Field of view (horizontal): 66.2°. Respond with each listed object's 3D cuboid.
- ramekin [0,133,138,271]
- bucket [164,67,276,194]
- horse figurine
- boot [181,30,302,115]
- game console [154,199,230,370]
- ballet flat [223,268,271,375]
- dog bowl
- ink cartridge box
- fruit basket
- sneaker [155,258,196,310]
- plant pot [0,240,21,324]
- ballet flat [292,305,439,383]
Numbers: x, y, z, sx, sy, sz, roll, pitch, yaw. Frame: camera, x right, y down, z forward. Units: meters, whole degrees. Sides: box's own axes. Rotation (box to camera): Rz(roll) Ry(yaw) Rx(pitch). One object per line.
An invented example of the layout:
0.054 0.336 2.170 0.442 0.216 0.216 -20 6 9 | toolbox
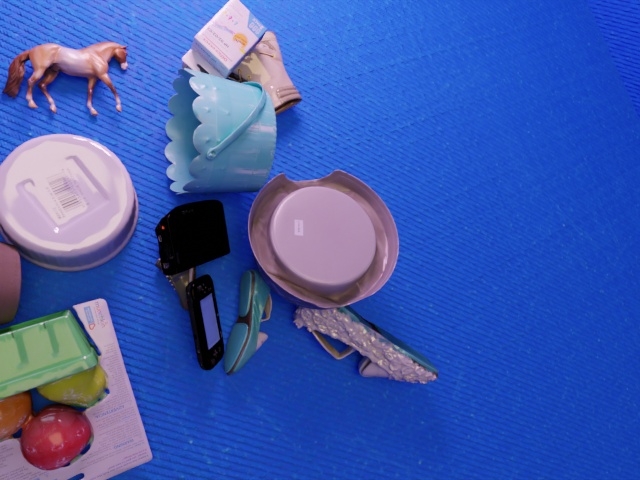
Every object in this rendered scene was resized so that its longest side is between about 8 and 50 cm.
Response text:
-0.514 -0.080 1.002 0.277 0.135 0.277 5 78 -23 | ramekin
-0.226 -0.232 1.088 0.183 0.281 0.281 0 80 -29 | bucket
-0.552 -0.366 1.079 0.263 0.066 0.174 -5 88 -27 | horse figurine
-0.190 -0.396 1.228 0.262 0.095 0.203 -26 92 -28 | boot
-0.255 0.096 1.077 0.213 0.044 0.361 -29 113 -68 | game console
-0.156 0.192 1.138 0.087 0.083 0.247 19 75 -34 | ballet flat
0.000 0.000 1.135 0.349 0.102 0.348 7 63 -14 | dog bowl
-0.222 -0.455 1.135 0.104 0.061 0.181 41 75 -15 | ink cartridge box
-0.530 0.323 0.933 0.327 0.165 0.353 -18 103 -25 | fruit basket
-0.326 0.062 1.102 0.086 0.064 0.192 -2 85 -8 | sneaker
-0.671 0.073 0.864 0.229 0.263 0.263 3 79 -41 | plant pot
0.102 0.256 1.227 0.409 0.147 0.147 37 68 -10 | ballet flat
